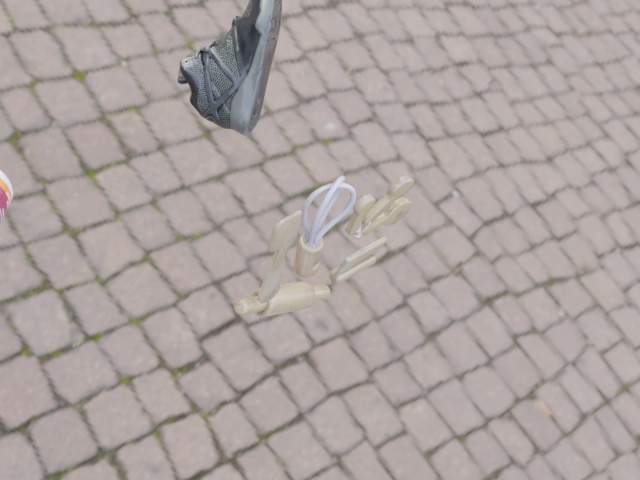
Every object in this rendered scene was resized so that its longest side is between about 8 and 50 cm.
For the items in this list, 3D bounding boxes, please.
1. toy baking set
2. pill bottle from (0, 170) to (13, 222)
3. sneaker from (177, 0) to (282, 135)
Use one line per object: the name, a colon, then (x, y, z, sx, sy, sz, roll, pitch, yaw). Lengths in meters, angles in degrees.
toy baking set: (-0.003, 0.005, 1.204, 0.030, 0.197, 0.256, 48, 30, 20)
pill bottle: (-0.551, -0.011, 1.790, 0.121, 0.121, 0.221, 28, 51, -15)
sneaker: (-0.128, -0.273, 1.689, 0.130, 0.228, 0.087, 18, 15, 6)
